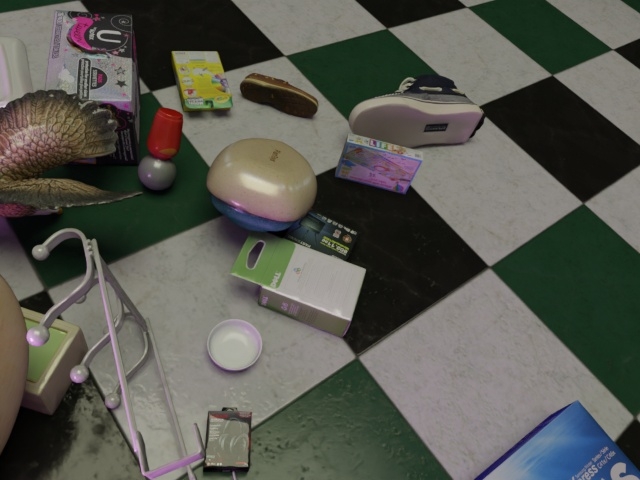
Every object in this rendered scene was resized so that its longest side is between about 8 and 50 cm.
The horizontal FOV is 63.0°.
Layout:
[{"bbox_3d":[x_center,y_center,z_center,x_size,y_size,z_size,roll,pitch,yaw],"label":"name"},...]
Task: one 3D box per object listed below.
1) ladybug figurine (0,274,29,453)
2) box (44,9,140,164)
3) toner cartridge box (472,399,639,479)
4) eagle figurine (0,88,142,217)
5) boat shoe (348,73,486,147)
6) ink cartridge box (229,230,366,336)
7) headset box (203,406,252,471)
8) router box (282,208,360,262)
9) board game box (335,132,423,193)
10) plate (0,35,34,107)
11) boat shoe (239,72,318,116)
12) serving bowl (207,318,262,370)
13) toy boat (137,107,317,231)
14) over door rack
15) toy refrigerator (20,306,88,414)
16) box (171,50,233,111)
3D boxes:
[{"bbox_3d":[-0.488,0.178,0.522,0.162,0.305,0.449,24,82,44],"label":"ladybug figurine"},{"bbox_3d":[-0.411,-0.284,0.970,0.142,0.163,0.247,-3,56,-16],"label":"box"},{"bbox_3d":[0.299,0.387,0.731,0.348,0.075,0.165,-24,63,-28],"label":"toner cartridge box"},{"bbox_3d":[-0.447,-0.085,0.783,0.226,0.298,0.225,55,10,-13],"label":"eagle figurine"},{"bbox_3d":[0.197,-0.302,1.190,0.341,0.127,0.158,-3,49,-27],"label":"boat shoe"},{"bbox_3d":[-0.039,0.068,0.878,0.209,0.062,0.109,21,52,1],"label":"ink cartridge box"},{"bbox_3d":[-0.128,0.274,0.724,0.062,0.032,0.083,6,55,-11],"label":"headset box"},{"bbox_3d":[0.000,0.000,0.954,0.122,0.038,0.092,25,53,4],"label":"router box"},{"bbox_3d":[0.116,-0.153,1.057,0.154,0.103,0.026,13,52,-6],"label":"board game box"},{"bbox_3d":[-0.696,-0.299,0.979,0.277,0.045,0.278,-14,59,-23],"label":"plate"},{"bbox_3d":[-0.086,-0.329,1.155,0.178,0.064,0.060,18,54,2],"label":"boat shoe"},{"bbox_3d":[-0.132,0.164,0.805,0.083,0.027,0.083,7,53,-9],"label":"serving bowl"},{"bbox_3d":[-0.164,-0.113,0.930,0.318,0.148,0.267,22,25,0],"label":"toy boat"},{"bbox_3d":[-0.231,0.170,0.624,0.108,0.239,0.324,-31,60,-17],"label":"over door rack"},{"bbox_3d":[-0.467,0.131,0.696,0.270,0.094,0.102,19,52,-1],"label":"toy refrigerator"},{"bbox_3d":[-0.256,-0.339,1.131,0.105,0.043,0.179,-7,55,-20],"label":"box"}]
